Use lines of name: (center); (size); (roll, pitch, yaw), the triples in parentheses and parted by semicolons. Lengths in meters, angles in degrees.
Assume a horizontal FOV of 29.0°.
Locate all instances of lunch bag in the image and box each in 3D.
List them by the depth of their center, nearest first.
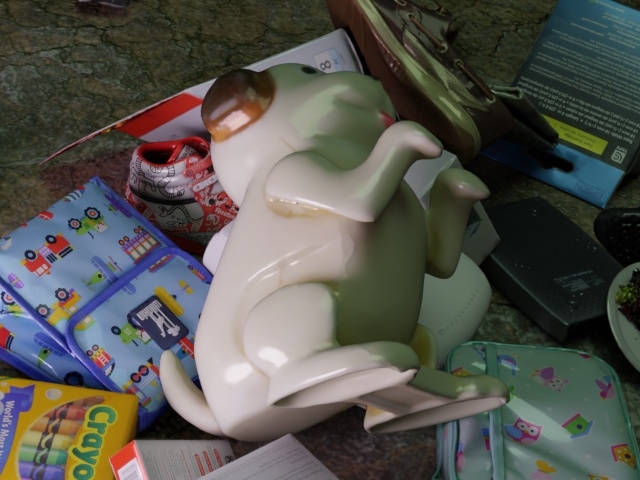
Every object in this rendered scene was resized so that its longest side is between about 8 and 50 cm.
lunch bag: (0.233, 0.234, 1.375); (0.224, 0.108, 0.279); (8, 36, -3)
lunch bag: (-0.240, 0.095, 1.464); (0.293, 0.138, 0.221); (35, 42, 11)

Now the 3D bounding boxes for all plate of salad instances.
plate of salad: (0.465, 0.109, 1.610); (0.199, 0.048, 0.200); (11, 56, -16)

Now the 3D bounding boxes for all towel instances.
towel: (0.181, -0.218, 1.858); (0.312, 0.056, 0.324); (19, 3, 24)

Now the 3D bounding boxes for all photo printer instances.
photo printer: (0.046, 0.054, 1.539); (0.307, 0.107, 0.256); (40, 49, 18)

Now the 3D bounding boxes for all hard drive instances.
hard drive: (0.316, 0.038, 1.712); (0.172, 0.054, 0.255); (-12, 42, -29)

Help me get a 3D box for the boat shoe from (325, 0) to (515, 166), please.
boat shoe: (0.131, -0.254, 1.656); (0.123, 0.123, 0.342); (-30, 67, -18)

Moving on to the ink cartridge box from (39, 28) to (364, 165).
ink cartridge box: (-0.169, -0.162, 1.715); (0.385, 0.091, 0.308); (-27, 7, -25)

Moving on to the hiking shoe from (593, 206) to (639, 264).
hiking shoe: (0.498, -0.015, 1.823); (0.226, 0.086, 0.114); (8, 22, -13)

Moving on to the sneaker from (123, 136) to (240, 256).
sneaker: (-0.129, -0.052, 1.648); (0.270, 0.145, 0.090); (12, 36, 2)

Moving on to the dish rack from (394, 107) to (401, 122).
dish rack: (0.073, -0.130, 1.766); (0.271, 0.208, 0.074); (-11, 74, -27)

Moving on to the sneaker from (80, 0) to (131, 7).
sneaker: (-0.367, -0.500, 2.266); (0.108, 0.100, 0.271); (21, 38, -9)

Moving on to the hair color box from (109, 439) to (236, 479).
hair color box: (-0.142, 0.242, 1.260); (0.141, 0.043, 0.072); (12, 47, -51)

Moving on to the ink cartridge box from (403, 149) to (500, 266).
ink cartridge box: (0.141, -0.052, 1.653); (0.082, 0.191, 0.139); (-49, 47, -11)

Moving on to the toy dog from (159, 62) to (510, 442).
toy dog: (0.000, 0.000, 1.349); (0.284, 0.395, 0.408); (17, 59, -46)

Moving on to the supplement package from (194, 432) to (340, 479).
supplement package: (-0.009, 0.325, 1.165); (0.133, 0.139, 0.244); (-21, 45, -38)

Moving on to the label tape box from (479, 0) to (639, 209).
label tape box: (0.437, -0.221, 2.016); (0.240, 0.106, 0.334); (27, 81, 23)

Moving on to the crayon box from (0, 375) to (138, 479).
crayon box: (-0.312, 0.237, 1.261); (0.322, 0.083, 0.203); (9, 36, -3)

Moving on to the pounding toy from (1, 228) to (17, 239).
pounding toy: (-0.474, -0.030, 1.579); (0.206, 0.094, 0.181); (7, 36, -3)
